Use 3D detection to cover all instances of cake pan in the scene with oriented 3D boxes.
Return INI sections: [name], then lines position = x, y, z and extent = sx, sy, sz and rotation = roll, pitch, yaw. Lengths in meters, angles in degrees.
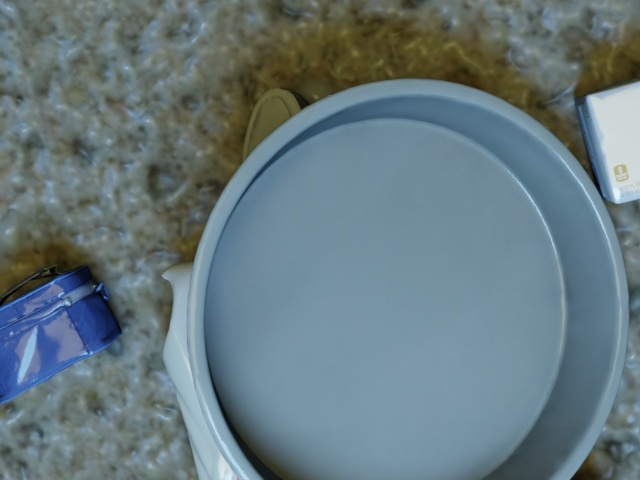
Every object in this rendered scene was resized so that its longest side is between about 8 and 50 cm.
[cake pan]
position = 0.053, 0.047, 0.845
extent = 0.293, 0.054, 0.293
rotation = 0, 90, -20

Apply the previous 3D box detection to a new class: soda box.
[soda box]
position = 0.276, -0.086, 0.861
extent = 0.216, 0.069, 0.074
rotation = -16, 94, 4

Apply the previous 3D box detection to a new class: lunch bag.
[lunch bag]
position = -0.183, 0.055, 0.901
extent = 0.098, 0.067, 0.065
rotation = -29, 93, 4

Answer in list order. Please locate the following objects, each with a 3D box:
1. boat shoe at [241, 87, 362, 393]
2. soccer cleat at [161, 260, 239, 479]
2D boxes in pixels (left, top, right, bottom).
[boat shoe]
position = 0.000, 0.000, 0.901
extent = 0.065, 0.075, 0.206
rotation = -10, 89, -39
[soccer cleat]
position = -0.067, 0.106, 0.907
extent = 0.076, 0.068, 0.196
rotation = 6, 104, 32
